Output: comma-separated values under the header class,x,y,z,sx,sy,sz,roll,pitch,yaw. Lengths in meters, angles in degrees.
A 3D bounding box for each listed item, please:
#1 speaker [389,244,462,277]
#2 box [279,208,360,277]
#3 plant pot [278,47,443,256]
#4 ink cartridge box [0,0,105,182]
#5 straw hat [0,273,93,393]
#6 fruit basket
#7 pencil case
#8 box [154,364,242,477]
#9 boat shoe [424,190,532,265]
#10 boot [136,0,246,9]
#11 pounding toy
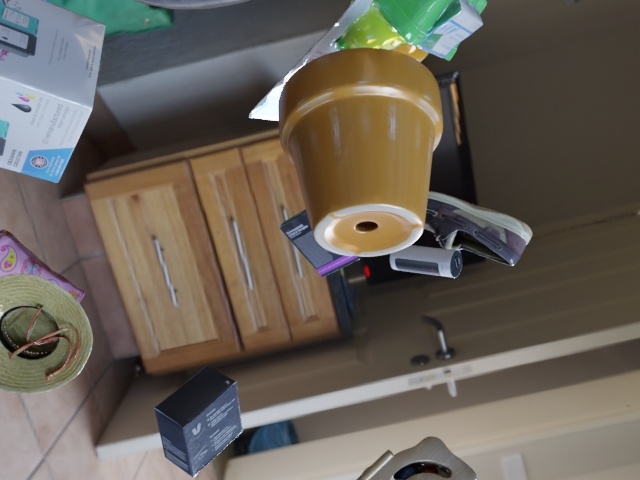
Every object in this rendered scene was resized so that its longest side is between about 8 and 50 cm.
class,x,y,z,sx,sy,sz,roll,pitch,yaw
speaker,0.207,0.038,1.306,0.055,0.136,0.055,-12,105,-52
box,0.000,0.000,1.506,0.162,0.116,0.029,49,38,-18
plant pot,0.052,-0.091,0.803,0.205,0.205,0.188,71,14,-61
ink cartridge box,-0.499,-0.252,1.014,0.198,0.270,0.197,-44,-140,43
straw hat,-0.333,0.104,0.768,0.061,0.144,0.145,-148,-136,-79
fruit basket,0.089,-0.299,1.054,0.165,0.353,0.327,49,24,13
pencil case,-0.756,0.098,1.734,0.284,0.124,0.124,48,19,-30
box,-0.255,0.381,1.413,0.156,0.093,0.158,-37,137,-42
boat shoe,0.273,-0.024,1.337,0.092,0.285,0.103,-62,152,-19
boot,-0.131,-0.169,0.212,0.229,0.262,0.091,-6,112,-83
pounding toy,0.137,0.418,1.059,0.154,0.269,0.155,59,-27,25
